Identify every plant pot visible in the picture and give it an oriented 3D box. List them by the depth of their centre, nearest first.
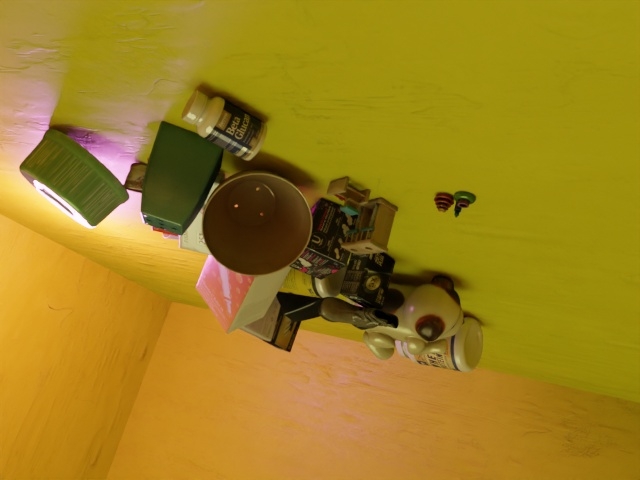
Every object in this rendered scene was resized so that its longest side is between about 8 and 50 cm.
[{"bbox_3d":[-0.369,-0.145,1.445,0.165,0.234,0.166,19,163,-8],"label":"plant pot"},{"bbox_3d":[-0.176,-0.072,1.516,0.284,0.284,0.191,23,-163,-20],"label":"plant pot"},{"bbox_3d":[-0.080,0.226,2.272,0.167,0.187,0.188,-29,153,2],"label":"plant pot"}]

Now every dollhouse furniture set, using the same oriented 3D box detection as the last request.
[{"bbox_3d":[0.083,-0.058,1.471,0.183,0.129,0.129,26,160,-31],"label":"dollhouse furniture set"}]

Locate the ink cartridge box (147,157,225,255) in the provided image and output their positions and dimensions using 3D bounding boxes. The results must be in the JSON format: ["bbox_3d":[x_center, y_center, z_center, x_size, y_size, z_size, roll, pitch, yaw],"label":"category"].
[{"bbox_3d":[-0.408,-0.096,1.674,0.238,0.060,0.275,12,127,4],"label":"ink cartridge box"}]

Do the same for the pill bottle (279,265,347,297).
[{"bbox_3d":[-0.087,0.096,1.990,0.333,0.188,0.188,6,159,32],"label":"pill bottle"}]

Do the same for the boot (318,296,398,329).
[{"bbox_3d":[0.128,0.233,1.822,0.246,0.083,0.161,22,158,-34],"label":"boot"}]

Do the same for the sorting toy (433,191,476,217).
[{"bbox_3d":[0.317,-0.083,1.330,0.102,0.042,0.061,0,156,40],"label":"sorting toy"}]

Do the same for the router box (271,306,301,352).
[{"bbox_3d":[-0.166,0.331,2.569,0.081,0.309,0.243,11,162,27],"label":"router box"}]

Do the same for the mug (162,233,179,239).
[{"bbox_3d":[-0.599,-0.038,2.286,0.062,0.078,0.064,-34,146,26],"label":"mug"}]

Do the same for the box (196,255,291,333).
[{"bbox_3d":[-0.262,0.118,1.891,0.215,0.168,0.345,51,137,20],"label":"box"}]

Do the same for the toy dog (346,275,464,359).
[{"bbox_3d":[0.330,0.244,2.015,0.395,0.285,0.408,46,149,-24],"label":"toy dog"}]

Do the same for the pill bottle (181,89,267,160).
[{"bbox_3d":[-0.208,-0.251,1.212,0.169,0.094,0.094,26,160,-28],"label":"pill bottle"}]

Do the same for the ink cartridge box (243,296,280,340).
[{"bbox_3d":[-0.253,0.204,2.237,0.071,0.324,0.330,5,159,27],"label":"ink cartridge box"}]

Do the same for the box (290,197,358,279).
[{"bbox_3d":[0.000,0.000,1.667,0.142,0.163,0.247,24,161,-11],"label":"box"}]

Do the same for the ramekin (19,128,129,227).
[{"bbox_3d":[-0.744,-0.175,1.686,0.303,0.148,0.303,32,161,13],"label":"ramekin"}]

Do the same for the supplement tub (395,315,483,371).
[{"bbox_3d":[0.501,0.422,2.378,0.316,0.228,0.228,1,157,39],"label":"supplement tub"}]

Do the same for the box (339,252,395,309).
[{"bbox_3d":[0.158,0.119,1.853,0.077,0.180,0.147,1,156,44],"label":"box"}]

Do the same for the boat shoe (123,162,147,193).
[{"bbox_3d":[-0.475,-0.145,1.771,0.285,0.089,0.104,25,160,-22],"label":"boat shoe"}]
